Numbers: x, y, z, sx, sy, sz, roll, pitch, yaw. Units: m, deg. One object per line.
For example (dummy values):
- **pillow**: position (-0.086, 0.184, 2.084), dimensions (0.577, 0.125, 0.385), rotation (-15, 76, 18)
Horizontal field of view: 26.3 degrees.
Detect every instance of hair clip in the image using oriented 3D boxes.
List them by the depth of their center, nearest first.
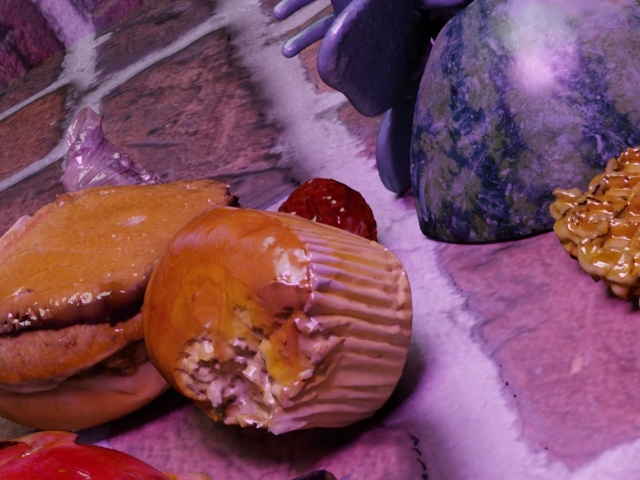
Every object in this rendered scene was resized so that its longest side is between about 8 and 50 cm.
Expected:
- **hair clip**: position (0.084, -0.263, 1.410), dimensions (0.392, 0.318, 0.238), rotation (-41, 60, -17)

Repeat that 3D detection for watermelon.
- **watermelon**: position (0.206, -0.134, 1.258), dimensions (0.256, 0.260, 0.176), rotation (1, 21, 23)

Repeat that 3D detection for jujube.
- **jujube**: position (0.000, 0.000, 1.312), dimensions (0.112, 0.109, 0.176), rotation (-4, 24, 3)

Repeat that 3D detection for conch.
- **conch**: position (-0.255, -0.039, 1.623), dimensions (0.163, 0.245, 0.178), rotation (-5, -19, -39)

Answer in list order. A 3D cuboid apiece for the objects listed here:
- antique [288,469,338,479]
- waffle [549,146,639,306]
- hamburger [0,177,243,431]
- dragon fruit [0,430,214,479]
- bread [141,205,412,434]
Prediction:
- **antique**: position (-0.033, 0.272, 0.810), dimensions (0.093, 0.087, 0.310), rotation (-24, 24, 20)
- **waffle**: position (0.307, -0.032, 1.069), dimensions (0.243, 0.058, 0.238), rotation (-25, 23, 7)
- **hamburger**: position (-0.208, 0.054, 1.365), dimensions (0.284, 0.174, 0.304), rotation (-9, 31, 36)
- **dragon fruit**: position (-0.187, 0.238, 0.932), dimensions (0.227, 0.224, 0.224), rotation (-16, 26, 36)
- **bread**: position (-0.047, 0.064, 1.139), dimensions (0.250, 0.133, 0.179), rotation (21, 93, 53)
